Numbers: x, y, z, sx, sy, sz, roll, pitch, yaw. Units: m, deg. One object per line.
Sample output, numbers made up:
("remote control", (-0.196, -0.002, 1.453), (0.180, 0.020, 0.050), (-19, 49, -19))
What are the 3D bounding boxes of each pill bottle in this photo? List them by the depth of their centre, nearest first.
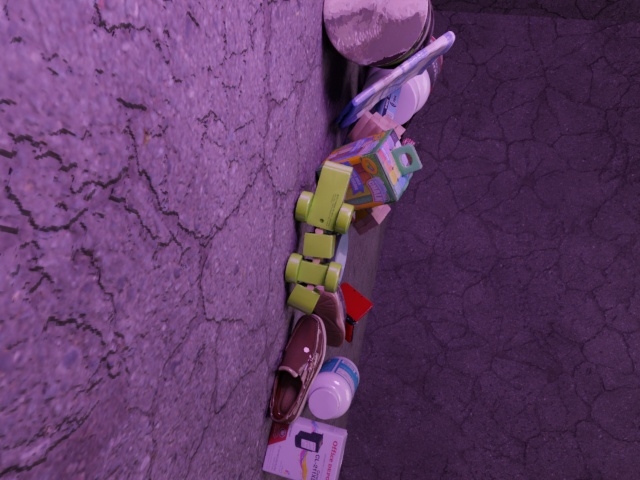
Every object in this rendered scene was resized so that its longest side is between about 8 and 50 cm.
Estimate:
("pill bottle", (0.038, 0.482, 1.425), (0.264, 0.147, 0.146), (-8, 108, -76))
("pill bottle", (0.265, -0.528, 1.427), (0.210, 0.211, 0.362), (88, 22, -43))

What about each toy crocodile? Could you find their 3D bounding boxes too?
("toy crocodile", (0.000, 0.000, 0.945), (0.105, 0.115, 0.339), (-33, 134, -80))

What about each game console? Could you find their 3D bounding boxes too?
("game console", (0.084, 0.226, 1.383), (0.085, 0.144, 0.124), (-17, 126, -31))

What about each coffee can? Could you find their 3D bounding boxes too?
("coffee can", (0.137, -0.481, 0.950), (0.275, 0.202, 0.201), (-50, 148, -64))

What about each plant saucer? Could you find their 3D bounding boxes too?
("plant saucer", (0.047, 0.060, 1.367), (0.195, 0.038, 0.194), (10, 90, -77))

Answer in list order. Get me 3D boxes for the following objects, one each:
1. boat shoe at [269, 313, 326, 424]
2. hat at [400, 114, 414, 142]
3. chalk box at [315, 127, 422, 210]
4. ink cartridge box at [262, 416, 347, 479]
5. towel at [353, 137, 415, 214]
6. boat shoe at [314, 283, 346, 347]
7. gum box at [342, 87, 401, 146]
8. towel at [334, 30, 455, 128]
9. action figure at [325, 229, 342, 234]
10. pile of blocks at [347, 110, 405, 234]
("boat shoe", (-0.052, 0.293, 1.003), (0.095, 0.095, 0.257), (42, 60, -68))
("hat", (0.245, -0.378, 1.662), (0.331, 0.134, 0.331), (-62, 174, -12))
("chalk box", (0.125, -0.163, 1.022), (0.132, 0.213, 0.132), (60, 41, -23))
("ink cartridge box", (-0.035, 0.504, 1.056), (0.072, 0.175, 0.127), (49, 53, -74))
("towel", (0.210, -0.199, 1.543), (0.329, 0.037, 0.237), (-49, 169, 3))
("boat shoe", (0.033, 0.210, 1.290), (0.285, 0.103, 0.092), (80, 28, -43))
("gum box", (0.141, -0.340, 1.215), (0.184, 0.041, 0.156), (-29, -142, 54))
("towel", (0.167, -0.368, 1.030), (0.285, 0.034, 0.209), (-36, -174, -7))
("action figure", (0.038, -0.058, 1.191), (0.232, 0.064, 0.137), (-14, 111, -80))
("pile of blocks", (0.133, -0.187, 1.180), (0.112, 0.149, 0.361), (-49, 154, -43))
